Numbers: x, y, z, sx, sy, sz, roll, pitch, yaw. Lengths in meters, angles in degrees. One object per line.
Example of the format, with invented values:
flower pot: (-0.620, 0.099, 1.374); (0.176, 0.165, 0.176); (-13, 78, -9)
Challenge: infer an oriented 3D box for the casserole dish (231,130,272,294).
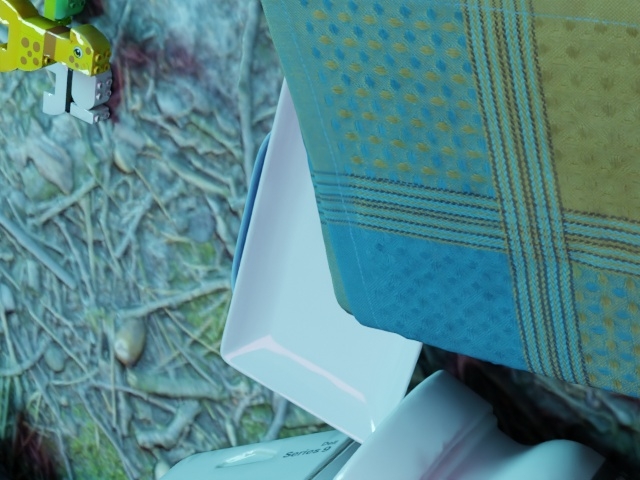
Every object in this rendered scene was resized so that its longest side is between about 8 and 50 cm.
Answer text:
casserole dish: (0.000, 0.000, 0.914); (0.114, 0.037, 0.188); (28, 123, 22)

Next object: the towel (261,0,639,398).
towel: (0.150, -0.024, 0.670); (0.370, 0.040, 0.271); (12, 133, 31)

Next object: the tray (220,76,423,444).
tray: (0.021, 0.003, 0.859); (0.145, 0.030, 0.270); (28, 123, 19)

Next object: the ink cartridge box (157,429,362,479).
ink cartridge box: (-0.021, 0.312, 1.010); (0.211, 0.121, 0.289); (-18, 99, 38)

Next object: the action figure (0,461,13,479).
action figure: (-0.312, 0.310, 1.182); (0.330, 0.178, 0.341); (28, 99, 27)

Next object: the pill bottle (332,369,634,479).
pill bottle: (0.165, 0.257, 0.804); (0.363, 0.210, 0.210); (39, 127, 15)

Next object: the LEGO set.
LEGO set: (-0.173, -0.170, 0.925); (0.093, 0.087, 0.227); (26, 124, 23)
